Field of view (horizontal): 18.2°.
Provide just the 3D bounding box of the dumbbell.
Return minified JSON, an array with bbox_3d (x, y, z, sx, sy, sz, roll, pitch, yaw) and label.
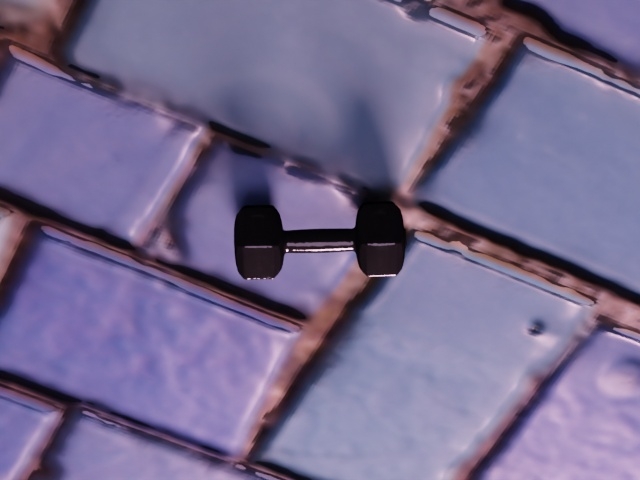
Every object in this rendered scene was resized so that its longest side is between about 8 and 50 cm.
[{"bbox_3d":[0.000,0.000,0.965,0.083,0.036,0.040,-1,126,0],"label":"dumbbell"}]
